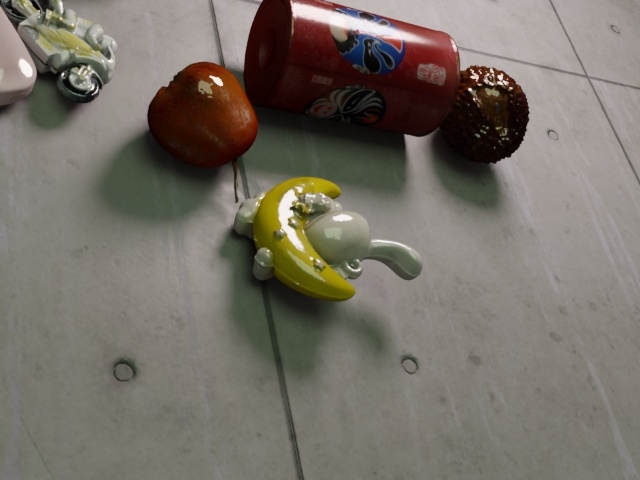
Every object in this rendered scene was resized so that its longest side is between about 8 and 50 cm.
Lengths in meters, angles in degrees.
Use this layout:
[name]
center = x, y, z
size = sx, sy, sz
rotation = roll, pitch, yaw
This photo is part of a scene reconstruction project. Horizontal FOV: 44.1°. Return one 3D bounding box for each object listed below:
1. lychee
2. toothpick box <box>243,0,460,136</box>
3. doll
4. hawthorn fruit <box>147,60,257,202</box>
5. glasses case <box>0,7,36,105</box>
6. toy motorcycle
[lychee]
center = 0.307, -0.248, 1.538
size = 0.188, 0.188, 0.188
rotation = 16, 51, -20
[toothpick box]
center = 0.055, -0.308, 1.406
size = 0.334, 0.204, 0.204
rotation = 6, 55, -28
[doll]
center = 0.000, 0.000, 1.218
size = 0.252, 0.111, 0.237
rotation = -16, 51, -36
[hawthorn fruit]
center = -0.164, -0.171, 1.225
size = 0.203, 0.163, 0.162
rotation = 47, 45, -15
[glasses case]
center = -0.525, -0.319, 1.158
size = 0.113, 0.075, 0.296
rotation = -24, 73, -41
[toy motorcycle]
center = -0.392, -0.307, 1.231
size = 0.151, 0.074, 0.228
rotation = -28, 73, -43
